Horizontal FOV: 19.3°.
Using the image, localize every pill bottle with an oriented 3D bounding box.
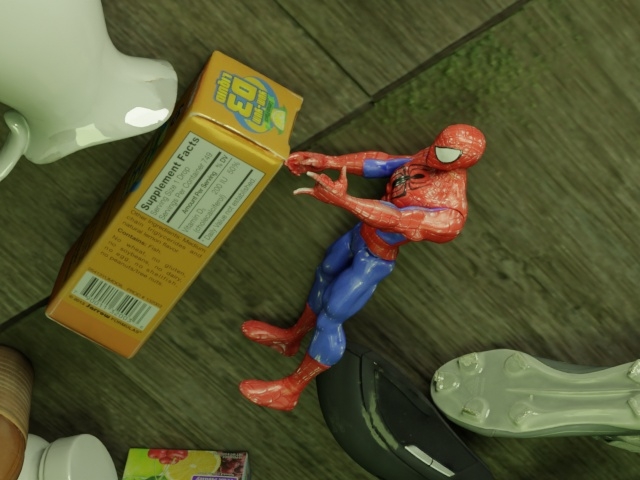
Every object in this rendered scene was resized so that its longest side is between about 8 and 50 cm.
[{"bbox_3d":[-0.259,0.214,1.520,0.180,0.108,0.108,-14,128,20],"label":"pill bottle"}]

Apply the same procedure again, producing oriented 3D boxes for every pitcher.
[{"bbox_3d":[-0.214,-0.129,1.183,0.178,0.125,0.207,-31,131,6],"label":"pitcher"}]

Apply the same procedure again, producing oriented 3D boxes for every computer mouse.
[{"bbox_3d":[0.098,0.180,1.409,0.184,0.060,0.262,13,149,53],"label":"computer mouse"}]

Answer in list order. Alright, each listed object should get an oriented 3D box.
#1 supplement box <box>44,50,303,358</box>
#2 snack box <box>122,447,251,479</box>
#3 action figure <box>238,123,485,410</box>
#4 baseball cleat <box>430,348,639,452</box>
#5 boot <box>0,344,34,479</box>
[{"bbox_3d":[-0.103,-0.021,1.307,0.080,0.078,0.233,31,128,-15],"label":"supplement box"},{"bbox_3d":[-0.113,0.227,1.490,0.100,0.141,0.037,1,131,8],"label":"snack box"},{"bbox_3d":[0.000,0.000,1.299,0.139,0.091,0.280,23,132,-25],"label":"action figure"},{"bbox_3d":[0.188,0.129,1.407,0.206,0.072,0.109,2,154,23],"label":"baseball cleat"},{"bbox_3d":[-0.358,0.196,1.441,0.283,0.220,0.109,-7,131,14],"label":"boot"}]
